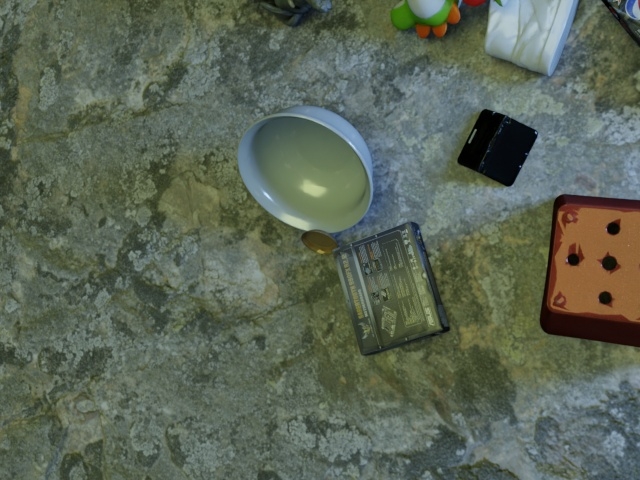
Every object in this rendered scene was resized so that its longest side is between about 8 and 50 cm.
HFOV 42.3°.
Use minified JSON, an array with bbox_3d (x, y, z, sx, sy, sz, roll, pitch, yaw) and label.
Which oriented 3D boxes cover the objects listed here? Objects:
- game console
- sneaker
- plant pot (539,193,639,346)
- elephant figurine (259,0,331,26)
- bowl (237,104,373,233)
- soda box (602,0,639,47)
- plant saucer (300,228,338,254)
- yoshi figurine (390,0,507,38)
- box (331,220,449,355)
[{"bbox_3d":[0.348,-0.184,1.635,0.107,0.071,0.122,34,100,54],"label":"game console"},{"bbox_3d":[0.411,-0.478,1.583,0.169,0.108,0.293,22,95,22],"label":"sneaker"},{"bbox_3d":[0.507,0.047,1.414,0.267,0.235,0.267,6,88,25],"label":"plant pot"},{"bbox_3d":[-0.078,-0.546,1.801,0.239,0.186,0.169,32,136,-1],"label":"elephant figurine"},{"bbox_3d":[-0.011,-0.167,1.701,0.297,0.134,0.298,16,135,16],"label":"bowl"},{"bbox_3d":[0.580,-0.413,1.522,0.053,0.060,0.169,-37,71,16],"label":"soda box"},{"bbox_3d":[0.000,0.000,1.749,0.083,0.083,0.015,4,54,25],"label":"plant saucer"},{"bbox_3d":[0.245,-0.544,1.583,0.362,0.203,0.203,-27,47,51],"label":"yoshi figurine"},{"bbox_3d":[0.141,0.099,1.678,0.183,0.056,0.231,-21,76,22],"label":"box"}]
